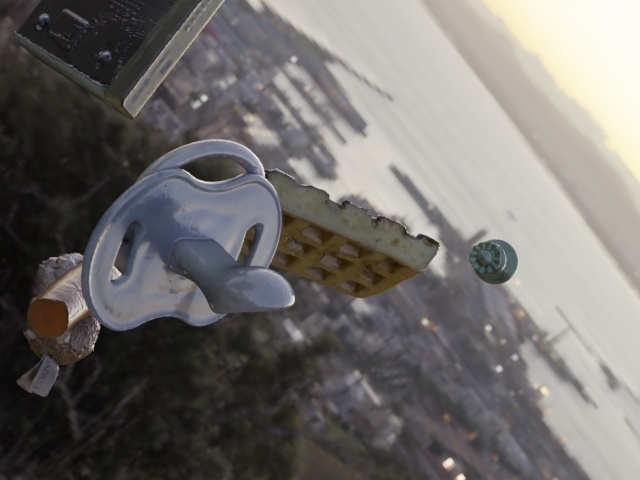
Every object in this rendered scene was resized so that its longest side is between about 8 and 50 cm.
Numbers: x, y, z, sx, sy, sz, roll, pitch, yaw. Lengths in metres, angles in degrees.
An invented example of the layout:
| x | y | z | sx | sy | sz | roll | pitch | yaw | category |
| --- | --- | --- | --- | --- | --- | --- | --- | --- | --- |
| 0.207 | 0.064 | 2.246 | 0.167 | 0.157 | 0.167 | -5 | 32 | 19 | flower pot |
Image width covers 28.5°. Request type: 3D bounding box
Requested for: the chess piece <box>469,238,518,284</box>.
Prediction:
| x | y | z | sx | sy | sz | roll | pitch | yaw | category |
| --- | --- | --- | --- | --- | --- | --- | --- | --- | --- |
| 0.150 | 0.016 | 1.117 | 0.042 | 0.042 | 0.093 | 55 | 9 | 13 | chess piece |

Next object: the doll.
| x | y | z | sx | sy | sz | roll | pitch | yaw | category |
| --- | --- | --- | --- | --- | --- | --- | --- | --- | --- |
| -0.381 | 0.124 | 1.875 | 0.115 | 0.105 | 0.221 | 60 | 33 | -65 | doll |

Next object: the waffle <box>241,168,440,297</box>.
| x | y | z | sx | sy | sz | roll | pitch | yaw | category |
| --- | --- | --- | --- | --- | --- | --- | --- | --- | --- |
| 0.000 | 0.000 | 1.631 | 0.248 | 0.055 | 0.221 | 22 | -20 | -14 | waffle |

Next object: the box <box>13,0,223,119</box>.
| x | y | z | sx | sy | sz | roll | pitch | yaw | category |
| --- | --- | --- | --- | --- | --- | --- | --- | --- | --- |
| -0.159 | -0.260 | 1.190 | 0.211 | 0.270 | 0.045 | 35 | -4 | 41 | box |

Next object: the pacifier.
| x | y | z | sx | sy | sz | roll | pitch | yaw | category |
| --- | --- | --- | --- | --- | --- | --- | --- | --- | --- |
| -0.115 | 0.020 | 1.372 | 0.279 | 0.227 | 0.207 | 0 | 31 | -49 | pacifier |

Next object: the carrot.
| x | y | z | sx | sy | sz | roll | pitch | yaw | category |
| --- | --- | --- | --- | --- | --- | --- | --- | --- | --- |
| -0.315 | 0.068 | 1.641 | 0.067 | 0.067 | 0.225 | 51 | 15 | -4 | carrot |
